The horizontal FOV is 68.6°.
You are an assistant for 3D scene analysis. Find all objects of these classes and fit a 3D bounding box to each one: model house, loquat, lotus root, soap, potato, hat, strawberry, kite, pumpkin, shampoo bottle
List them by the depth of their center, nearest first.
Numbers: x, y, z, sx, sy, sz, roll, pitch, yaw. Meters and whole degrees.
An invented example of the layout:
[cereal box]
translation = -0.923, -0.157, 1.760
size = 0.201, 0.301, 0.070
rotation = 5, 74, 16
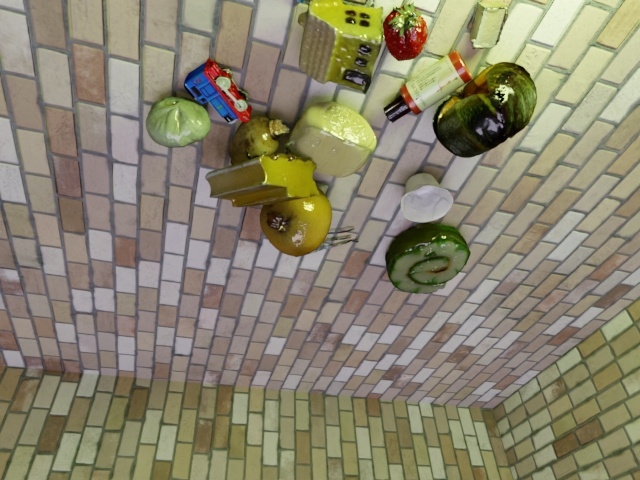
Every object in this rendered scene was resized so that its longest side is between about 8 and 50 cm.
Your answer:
[model house]
translation = 0.048, -0.554, 1.309
size = 0.234, 0.174, 0.193
rotation = 13, 149, -4
[strawberry]
translation = 0.244, -0.582, 1.331
size = 0.131, 0.131, 0.148
rotation = -19, 157, 16
[potato]
translation = 0.477, -0.618, 1.346
size = 0.086, 0.061, 0.122
rotation = -1, 139, -3
[pumpkin]
translation = 0.500, -0.393, 1.423
size = 0.192, 0.320, 0.320
rotation = 45, 122, -14
[shampoo bottle]
translation = 0.324, -0.467, 1.466
size = 0.278, 0.104, 0.104
rotation = -30, 131, 26
[soap]
translation = -0.190, -0.191, 1.525
size = 0.281, 0.143, 0.259
rotation = -4, 177, 42
[lotus root]
translation = -0.223, -0.320, 1.553
size = 0.140, 0.154, 0.257
rotation = 22, 140, -35
[loquat]
translation = -0.096, -0.078, 1.737
size = 0.275, 0.275, 0.275
rotation = -2, 137, -2
[hat]
translation = 0.389, -0.174, 1.771
size = 0.203, 0.126, 0.203
rotation = -2, 137, -2
[kite]
translation = 0.000, 0.002, 2.003
size = 0.310, 0.015, 0.169
rotation = -14, 144, 11

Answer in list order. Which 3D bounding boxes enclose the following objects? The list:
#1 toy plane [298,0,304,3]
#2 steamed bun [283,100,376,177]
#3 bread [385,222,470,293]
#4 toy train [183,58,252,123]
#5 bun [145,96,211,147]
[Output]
[toy plane]
translation = -0.037, -0.721, 1.176
size = 0.271, 0.105, 0.254
rotation = 15, 149, -25
[steamed bun]
translation = 0.031, -0.337, 1.549
size = 0.273, 0.166, 0.232
rotation = 19, 150, -14
[bread]
translation = 0.474, 0.094, 2.065
size = 0.366, 0.129, 0.382
rotation = -19, 136, 15
[toy train]
translation = -0.310, -0.453, 1.457
size = 0.131, 0.082, 0.204
rotation = -23, 132, 20
[bun]
translation = -0.442, -0.377, 1.455
size = 0.195, 0.195, 0.118
rotation = 0, 136, -4
